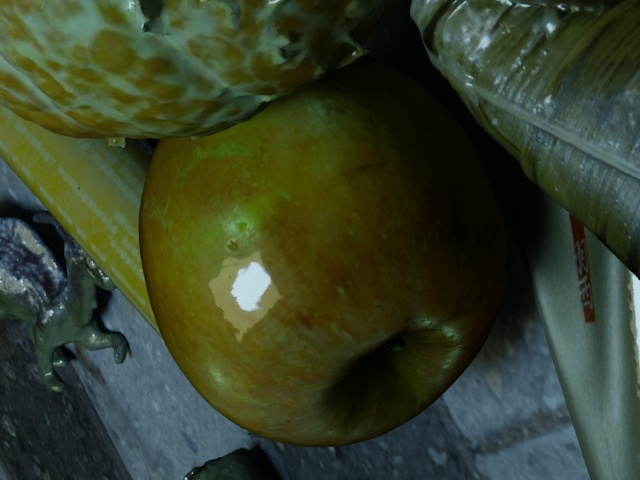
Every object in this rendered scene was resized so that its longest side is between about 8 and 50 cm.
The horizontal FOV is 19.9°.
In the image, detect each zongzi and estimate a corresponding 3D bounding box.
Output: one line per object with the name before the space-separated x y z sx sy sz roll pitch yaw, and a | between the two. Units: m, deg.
zongzi | 0.185 -0.105 0.820 0.286 0.134 0.288 44 143 22

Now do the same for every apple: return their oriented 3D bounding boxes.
apple | 0.000 0.000 1.084 0.207 0.237 0.237 57 148 34

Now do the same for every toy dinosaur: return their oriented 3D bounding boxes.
toy dinosaur | -0.258 0.047 1.588 0.294 0.077 0.162 -1 108 38

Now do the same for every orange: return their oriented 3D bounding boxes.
orange | -0.087 -0.214 0.964 0.329 0.329 0.249 28 177 41

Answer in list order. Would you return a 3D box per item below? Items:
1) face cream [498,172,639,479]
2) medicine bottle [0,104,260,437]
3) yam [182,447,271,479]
face cream | 0.189 0.117 1.031 0.137 0.084 0.341 -17 92 65
medicine bottle | -0.153 -0.033 1.357 0.426 0.108 0.108 46 143 23
yam | -0.038 0.247 1.423 0.179 0.078 0.078 52 145 12
